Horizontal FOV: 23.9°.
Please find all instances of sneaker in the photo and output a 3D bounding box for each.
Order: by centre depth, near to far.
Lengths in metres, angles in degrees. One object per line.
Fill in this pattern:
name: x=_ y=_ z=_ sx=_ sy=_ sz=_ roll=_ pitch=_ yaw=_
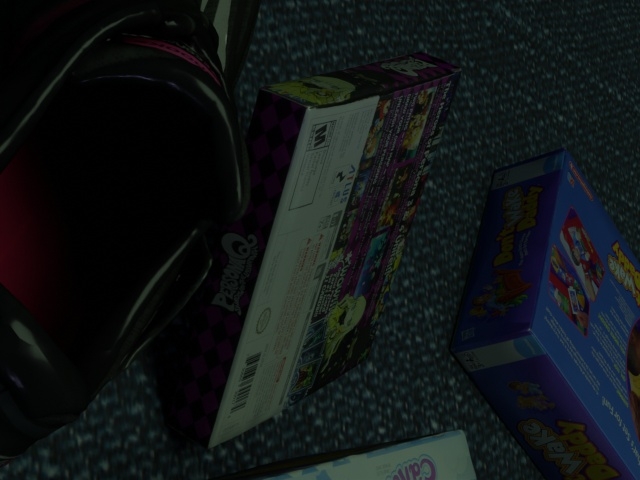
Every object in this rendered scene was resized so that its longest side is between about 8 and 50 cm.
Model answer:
sneaker: x=-0.105 y=-0.055 z=0.811 sx=0.185 sy=0.202 sz=0.483 roll=52 pitch=38 yaw=-31

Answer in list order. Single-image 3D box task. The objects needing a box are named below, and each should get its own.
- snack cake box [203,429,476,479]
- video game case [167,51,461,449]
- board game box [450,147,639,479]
snack cake box: x=-0.032 y=0.176 z=0.864 sx=0.264 sy=0.152 sz=0.089 roll=-2 pitch=77 yaw=-57
video game case: x=0.000 y=0.000 z=0.974 sx=0.210 sy=0.042 sz=0.232 roll=-23 pitch=134 yaw=-57
board game box: x=0.257 y=0.121 z=1.397 sx=0.347 sy=0.078 sz=0.233 roll=53 pitch=38 yaw=-29
